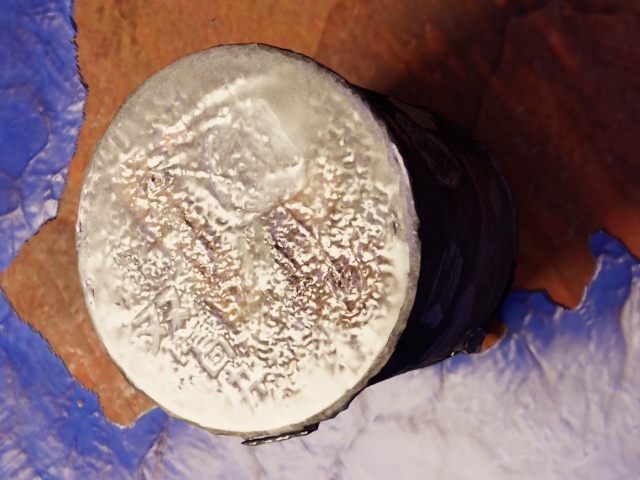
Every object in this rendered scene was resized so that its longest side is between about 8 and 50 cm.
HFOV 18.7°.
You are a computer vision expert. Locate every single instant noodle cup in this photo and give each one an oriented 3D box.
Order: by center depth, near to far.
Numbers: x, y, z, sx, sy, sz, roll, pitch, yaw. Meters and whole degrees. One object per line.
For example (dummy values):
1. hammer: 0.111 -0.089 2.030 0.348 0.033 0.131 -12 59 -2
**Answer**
1. instant noodle cup: 0.000 0.000 1.131 0.217 0.207 0.217 1 91 26
